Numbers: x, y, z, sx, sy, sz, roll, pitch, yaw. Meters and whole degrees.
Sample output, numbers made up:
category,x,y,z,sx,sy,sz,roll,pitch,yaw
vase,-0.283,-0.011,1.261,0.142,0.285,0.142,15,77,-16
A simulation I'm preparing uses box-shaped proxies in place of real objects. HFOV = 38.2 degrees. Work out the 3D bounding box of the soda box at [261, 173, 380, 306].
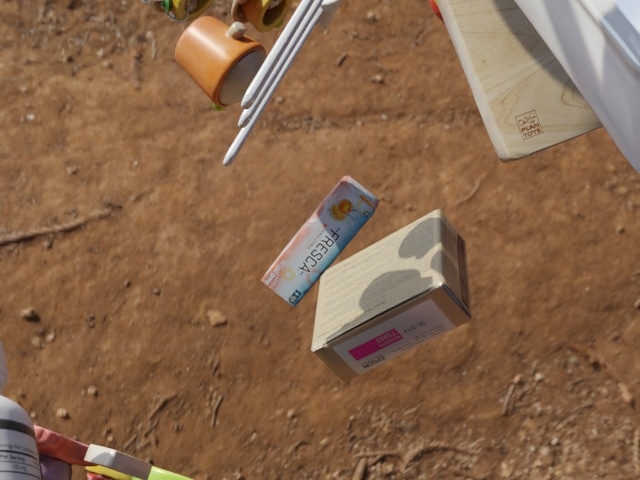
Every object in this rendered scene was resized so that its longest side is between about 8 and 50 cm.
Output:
category,x,y,z,sx,sy,sz,roll,pitch,yaw
soda box,0.000,0.000,1.247,0.063,0.183,0.058,39,23,-3

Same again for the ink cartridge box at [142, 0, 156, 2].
category,x,y,z,sx,sy,sz,roll,pitch,yaw
ink cartridge box,-0.128,-0.277,0.852,0.135,0.056,0.099,-48,124,-66

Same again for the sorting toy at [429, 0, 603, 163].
category,x,y,z,sx,sy,sz,roll,pitch,yaw
sorting toy,0.242,-0.234,0.945,0.257,0.089,0.256,-21,89,-12

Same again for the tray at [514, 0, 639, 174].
category,x,y,z,sx,sy,sz,roll,pitch,yaw
tray,0.185,-0.159,0.333,0.030,0.270,0.145,11,45,-51

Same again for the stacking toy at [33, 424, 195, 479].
category,x,y,z,sx,sy,sz,roll,pitch,yaw
stacking toy,-0.301,0.354,1.257,0.309,0.279,0.130,37,65,-45

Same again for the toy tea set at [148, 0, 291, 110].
category,x,y,z,sx,sy,sz,roll,pitch,yaw
toy tea set,-0.089,-0.285,1.097,0.124,0.336,0.200,40,81,13

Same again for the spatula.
category,x,y,z,sx,sy,sz,roll,pitch,yaw
spatula,-0.005,-0.169,0.702,0.019,0.168,0.242,29,71,-4

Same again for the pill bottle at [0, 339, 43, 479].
category,x,y,z,sx,sy,sz,roll,pitch,yaw
pill bottle,-0.388,0.283,0.948,0.210,0.210,0.363,-7,61,-23

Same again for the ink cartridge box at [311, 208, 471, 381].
category,x,y,z,sx,sy,sz,roll,pitch,yaw
ink cartridge box,0.108,0.083,1.407,0.088,0.234,0.193,48,27,-26
